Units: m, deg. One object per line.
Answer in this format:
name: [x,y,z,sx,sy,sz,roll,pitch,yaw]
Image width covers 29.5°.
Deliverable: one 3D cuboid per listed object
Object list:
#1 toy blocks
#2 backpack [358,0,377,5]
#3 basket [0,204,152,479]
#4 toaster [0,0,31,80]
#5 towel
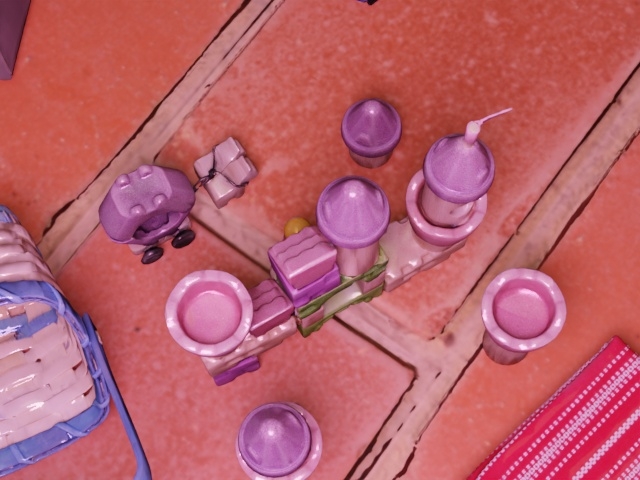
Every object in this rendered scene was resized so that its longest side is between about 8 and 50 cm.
toy blocks: [0.000,0.000,0.944,0.288,0.260,0.309,-29,74,-7]
backpack: [0.044,-0.298,1.134,0.105,0.084,0.114,-34,72,-12]
basket: [-0.272,0.127,0.923,0.254,0.201,0.289,-19,43,-5]
toaster: [-0.350,-0.251,1.113,0.168,0.110,0.186,8,72,3]
towel: [0.266,0.238,0.966,0.199,0.031,0.275,-41,82,-12]
